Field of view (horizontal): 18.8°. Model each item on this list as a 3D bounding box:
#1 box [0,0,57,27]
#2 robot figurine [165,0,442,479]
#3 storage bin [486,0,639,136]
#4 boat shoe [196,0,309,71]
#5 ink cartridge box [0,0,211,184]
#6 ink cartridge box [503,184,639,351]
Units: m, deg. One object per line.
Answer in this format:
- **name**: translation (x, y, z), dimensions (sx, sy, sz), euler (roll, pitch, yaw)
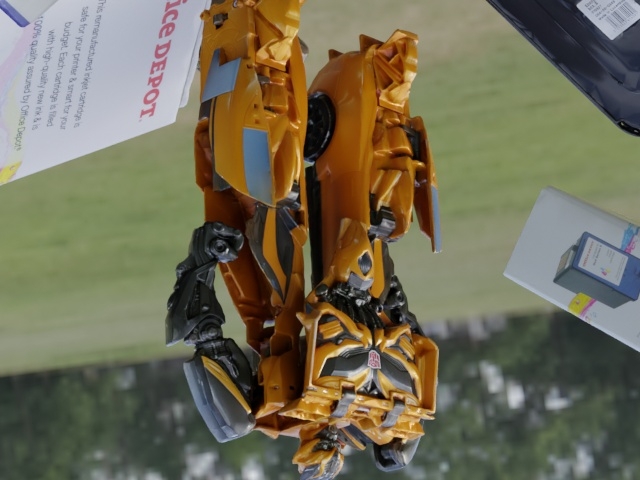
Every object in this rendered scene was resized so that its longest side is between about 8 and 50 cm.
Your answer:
- **box**: translation (-0.144, -0.160, 0.758), dimensions (0.072, 0.137, 0.126), euler (-44, -177, -1)
- **robot figurine**: translation (0.000, 0.000, 1.165), dimensions (0.211, 0.291, 0.085), euler (15, 153, -41)
- **storage bin**: translation (0.191, -0.169, 1.221), dimensions (0.122, 0.180, 0.084), euler (-39, -168, 41)
- **boat shoe**: translation (-0.123, -0.198, 1.754), dimensions (0.095, 0.095, 0.257), euler (16, -160, -47)
- **ink cartridge box**: translation (-0.214, -0.133, 1.188), dimensions (0.278, 0.117, 0.201), euler (-23, 152, -30)
- **ink cartridge box**: translation (0.283, 0.044, 1.603), dimensions (0.154, 0.093, 0.212), euler (19, -170, -47)
